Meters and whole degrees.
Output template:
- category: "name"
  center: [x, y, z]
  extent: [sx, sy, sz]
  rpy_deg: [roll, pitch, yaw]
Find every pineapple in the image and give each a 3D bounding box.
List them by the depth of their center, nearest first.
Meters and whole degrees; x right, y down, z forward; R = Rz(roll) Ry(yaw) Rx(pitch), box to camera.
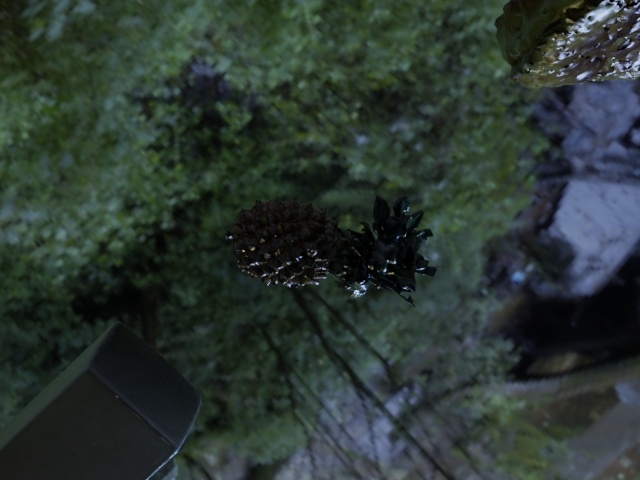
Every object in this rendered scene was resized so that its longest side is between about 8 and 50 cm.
- category: "pineapple"
  center: [0.001, 0.000, 1.293]
  extent: [0.083, 0.221, 0.103]
  rpy_deg: [-13, 106, -54]

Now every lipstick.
- category: "lipstick"
  center: [-0.228, 0.200, 0.876]
  extent: [0.080, 0.076, 0.371]
  rpy_deg: [44, 110, -9]

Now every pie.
- category: "pie"
  center: [0.317, -0.232, 1.328]
  extent: [0.288, 0.103, 0.355]
  rpy_deg: [-11, 167, -14]

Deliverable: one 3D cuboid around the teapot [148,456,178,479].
- category: "teapot"
  center: [-0.177, 0.222, 1.084]
  extent: [0.077, 0.107, 0.200]
  rpy_deg: [-38, 180, 21]
